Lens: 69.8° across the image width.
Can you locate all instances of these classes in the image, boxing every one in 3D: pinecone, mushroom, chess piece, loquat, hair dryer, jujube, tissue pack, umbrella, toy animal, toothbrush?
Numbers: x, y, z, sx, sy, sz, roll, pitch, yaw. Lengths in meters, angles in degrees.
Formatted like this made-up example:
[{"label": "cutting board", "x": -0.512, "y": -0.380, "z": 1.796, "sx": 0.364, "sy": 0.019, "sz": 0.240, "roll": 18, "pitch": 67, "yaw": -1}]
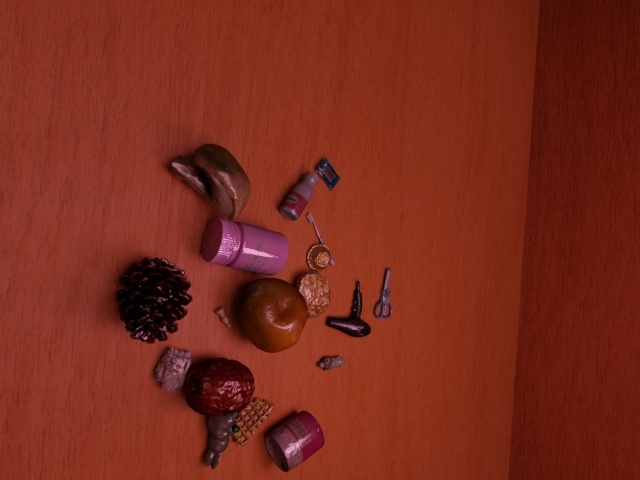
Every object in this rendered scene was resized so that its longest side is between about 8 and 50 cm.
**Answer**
[{"label": "pinecone", "x": -0.541, "y": 0.200, "z": 1.494, "sx": 0.246, "sy": 0.292, "sz": 0.246, "roll": -8, "pitch": 129, "yaw": -10}, {"label": "mushroom", "x": -0.359, "y": -0.257, "z": 1.649, "sx": 0.292, "sy": 0.212, "sz": 0.217, "roll": 33, "pitch": 56, "yaw": -5}, {"label": "chess piece", "x": -0.373, "y": 0.302, "z": 1.782, "sx": 0.035, "sy": 0.035, "sz": 0.092, "roll": -38, "pitch": 117, "yaw": -30}, {"label": "loquat", "x": -0.192, "y": 0.288, "z": 1.789, "sx": 0.283, "sy": 0.276, "sz": 0.276, "roll": 33, "pitch": 72, "yaw": -15}, {"label": "hair dryer", "x": 0.143, "y": 0.315, "z": 2.175, "sx": 0.235, "sy": 0.091, "sz": 0.272, "roll": 18, "pitch": 68, "yaw": -27}, {"label": "jujube", "x": -0.367, "y": 0.531, "z": 1.684, "sx": 0.232, "sy": 0.213, "sz": 0.213, "roll": 18, "pitch": 81, "yaw": -45}, {"label": "tissue pack", "x": 0.035, "y": -0.302, "z": 2.078, "sx": 0.085, "sy": 0.028, "sz": 0.138, "roll": -52, "pitch": 125, "yaw": -20}, {"label": "umbrella", "x": 0.050, "y": 0.562, "z": 2.109, "sx": 0.143, "sy": 0.062, "sz": 0.067, "roll": 0, "pitch": 122, "yaw": -39}, {"label": "toy animal", "x": -0.388, "y": 0.739, "z": 1.761, "sx": 0.138, "sy": 0.108, "sz": 0.236, "roll": 23, "pitch": 101, "yaw": 5}, {"label": "toothbrush", "x": 0.000, "y": 0.000, "z": 2.066, "sx": 0.025, "sy": 0.019, "sz": 0.276, "roll": -36, "pitch": 113, "yaw": -25}]

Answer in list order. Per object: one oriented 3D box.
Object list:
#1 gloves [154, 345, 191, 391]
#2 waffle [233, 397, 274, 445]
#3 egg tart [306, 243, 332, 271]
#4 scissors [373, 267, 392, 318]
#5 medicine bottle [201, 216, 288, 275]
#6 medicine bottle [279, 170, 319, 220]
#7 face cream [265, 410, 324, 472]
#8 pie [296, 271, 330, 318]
[{"label": "gloves", "x": -0.527, "y": 0.461, "z": 1.644, "sx": 0.114, "sy": 0.070, "sz": 0.153, "roll": 23, "pitch": 80, "yaw": -36}, {"label": "waffle", "x": -0.278, "y": 0.737, "z": 1.865, "sx": 0.160, "sy": 0.046, "sz": 0.192, "roll": 24, "pitch": 78, "yaw": -35}, {"label": "egg tart", "x": 0.000, "y": 0.080, "z": 2.042, "sx": 0.128, "sy": 0.049, "sz": 0.129, "roll": -4, "pitch": 99, "yaw": -26}, {"label": "scissors", "x": 0.330, "y": 0.268, "z": 2.327, "sx": 0.125, "sy": 0.030, "sz": 0.256, "roll": 9, "pitch": 89, "yaw": -39}, {"label": "medicine bottle", "x": -0.285, "y": 0.026, "z": 1.747, "sx": 0.290, "sy": 0.178, "sz": 0.178, "roll": 14, "pitch": 83, "yaw": -37}, {"label": "medicine bottle", "x": -0.085, "y": -0.192, "z": 1.947, "sx": 0.090, "sy": 0.090, "sz": 0.217, "roll": 43, "pitch": 66, "yaw": -31}, {"label": "face cream", "x": -0.107, "y": 0.837, "z": 1.920, "sx": 0.194, "sy": 0.175, "sz": 0.175, "roll": -21, "pitch": 104, "yaw": -35}, {"label": "pie", "x": -0.042, "y": 0.237, "z": 2.003, "sx": 0.178, "sy": 0.084, "sz": 0.205, "roll": 8, "pitch": 89, "yaw": -36}]
